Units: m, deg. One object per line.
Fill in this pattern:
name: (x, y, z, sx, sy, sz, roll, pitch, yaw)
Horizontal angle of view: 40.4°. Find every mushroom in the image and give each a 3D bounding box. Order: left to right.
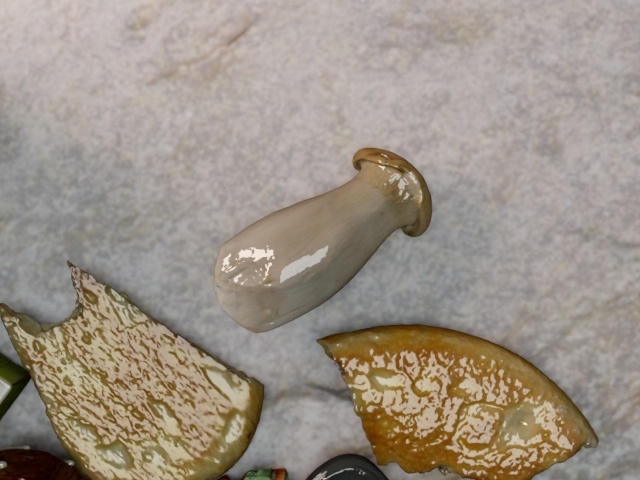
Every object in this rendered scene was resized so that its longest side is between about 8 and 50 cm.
mushroom: (0.000, 0.000, 0.782, 0.212, 0.088, 0.097, -38, 59, -5)

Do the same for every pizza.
pizza: (-0.188, 0.135, 0.806, 0.262, 0.034, 0.181, 41, 91, -4)
pizza: (0.124, 0.150, 0.798, 0.271, 0.056, 0.134, 10, 89, -2)

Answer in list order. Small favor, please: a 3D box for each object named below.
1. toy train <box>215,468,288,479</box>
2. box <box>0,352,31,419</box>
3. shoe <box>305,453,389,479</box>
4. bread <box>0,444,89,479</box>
toy train: (-0.062, 0.303, 0.791, 0.099, 0.072, 0.188, -5, 92, -2)
box: (-0.417, 0.179, 0.793, 0.175, 0.062, 0.260, 36, 90, -1)
shoe: (0.071, 0.305, 0.775, 0.108, 0.093, 0.241, -37, 97, 0)
bread: (-0.272, 0.262, 0.771, 0.160, 0.073, 0.160, 0, 113, 1)
